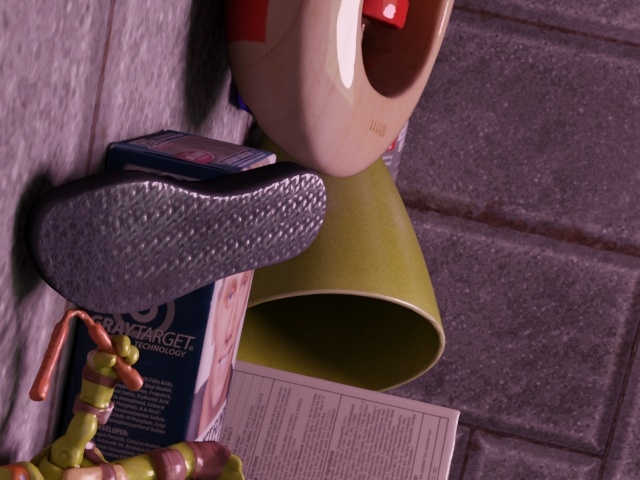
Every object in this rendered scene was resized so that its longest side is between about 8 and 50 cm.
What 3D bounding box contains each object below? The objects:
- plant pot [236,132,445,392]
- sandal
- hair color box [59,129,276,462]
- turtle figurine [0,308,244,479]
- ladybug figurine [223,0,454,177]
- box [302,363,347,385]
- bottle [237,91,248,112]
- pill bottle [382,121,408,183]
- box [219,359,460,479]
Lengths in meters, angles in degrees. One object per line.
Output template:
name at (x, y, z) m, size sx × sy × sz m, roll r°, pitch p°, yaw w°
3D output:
plant pot at (0.000, 0.000, 1.525) m, size 0.275 × 0.274 × 0.294 m, roll 94°, pitch -5°, yaw -58°
sandal at (-0.102, -0.008, 0.894) m, size 0.254 × 0.054 × 0.097 m, roll -6°, pitch 116°, yaw -48°
hair color box at (-0.130, 0.092, 1.054) m, size 0.174 × 0.105 × 0.347 m, roll -50°, pitch 152°, yaw -79°
turtle figurine at (-0.159, 0.192, 0.883) m, size 0.217 × 0.087 × 0.270 m, roll 23°, pitch 74°, yaw -51°
ladybug figurine at (0.024, -0.289, 1.229) m, size 0.305 × 0.161 × 0.450 m, roll 16°, pitch 89°, yaw -64°
box at (0.012, 0.209, 1.743) m, size 0.216 × 0.060 × 0.270 m, roll -70°, pitch 170°, yaw -52°
bottle at (-0.018, -0.270, 1.400) m, size 0.118 × 0.092 × 0.283 m, roll 19°, pitch 84°, yaw -87°
pill bottle at (0.038, -0.091, 2.027) m, size 0.161 × 0.161 × 0.283 m, roll -67°, pitch 168°, yaw -61°
box at (-0.029, 0.221, 1.284) m, size 0.121 × 0.311 × 0.148 m, roll 94°, pitch 11°, yaw -56°
